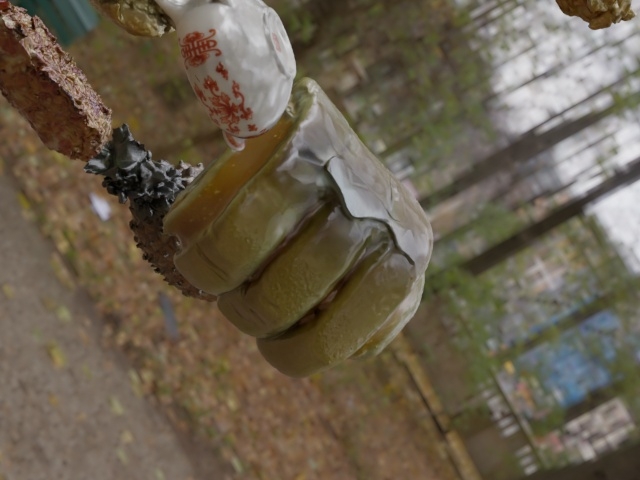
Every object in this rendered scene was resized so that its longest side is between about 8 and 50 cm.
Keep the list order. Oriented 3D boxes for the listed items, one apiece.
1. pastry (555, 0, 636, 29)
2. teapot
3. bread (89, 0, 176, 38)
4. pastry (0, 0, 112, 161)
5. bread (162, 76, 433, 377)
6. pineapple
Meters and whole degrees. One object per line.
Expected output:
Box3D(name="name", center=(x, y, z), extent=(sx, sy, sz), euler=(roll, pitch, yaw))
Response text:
Box3D(name="pastry", center=(0.286, -0.351, 1.791), extent=(0.154, 0.102, 0.250), euler=(31, -8, 44))
Box3D(name="teapot", center=(-0.091, -0.188, 1.513), extent=(0.245, 0.116, 0.159), euler=(58, 32, -36))
Box3D(name="bread", center=(-0.247, -0.402, 2.350), extent=(0.244, 0.244, 0.134), euler=(57, 19, -50))
Box3D(name="pastry", center=(-0.243, -0.145, 1.330), extent=(0.169, 0.087, 0.063), euler=(56, 44, -32))
Box3D(name="bread", center=(0.000, 0.000, 1.924), extent=(0.341, 0.300, 0.210), euler=(52, -34, -12))
Box3D(name="pineapple", center=(-0.233, -0.052, 2.381), extent=(0.362, 0.202, 0.202), euler=(42, 17, -47))
